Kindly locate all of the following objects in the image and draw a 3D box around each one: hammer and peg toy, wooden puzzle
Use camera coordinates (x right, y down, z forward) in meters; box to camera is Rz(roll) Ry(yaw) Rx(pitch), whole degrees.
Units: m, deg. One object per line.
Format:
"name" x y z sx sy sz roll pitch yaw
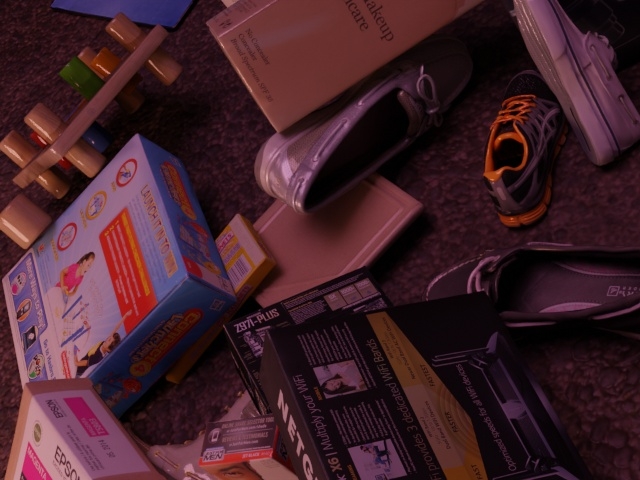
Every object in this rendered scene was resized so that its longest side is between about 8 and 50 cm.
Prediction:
"hammer and peg toy" -0.374 -0.153 1.837 0.361 0.127 0.266 -53 15 -21
"wooden puzzle" 0.000 0.000 1.582 0.221 0.044 0.239 -47 38 -3

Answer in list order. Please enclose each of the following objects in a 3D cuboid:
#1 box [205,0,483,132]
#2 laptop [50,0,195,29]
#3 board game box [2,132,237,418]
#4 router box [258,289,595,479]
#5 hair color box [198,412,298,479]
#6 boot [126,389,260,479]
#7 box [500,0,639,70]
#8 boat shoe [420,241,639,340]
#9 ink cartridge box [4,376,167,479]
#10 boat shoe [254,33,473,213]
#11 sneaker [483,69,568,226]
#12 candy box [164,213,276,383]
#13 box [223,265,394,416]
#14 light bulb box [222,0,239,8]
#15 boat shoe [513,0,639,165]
"box" 0.033 -0.280 1.527 0.311 0.148 0.121 -34 21 0
"laptop" -0.311 -0.607 2.167 0.236 0.407 0.382 -28 31 -36
"board game box" -0.274 0.065 1.655 0.302 0.086 0.308 -44 41 17
"router box" 0.103 0.198 1.193 0.243 0.081 0.309 -8 47 -19
"hair color box" -0.040 0.241 1.318 0.093 0.167 0.053 -13 51 30
"boot" -0.132 0.236 1.462 0.213 0.077 0.165 32 79 42
"box" 0.297 -0.407 1.415 0.294 0.395 0.212 -29 45 17
"boat shoe" 0.240 0.044 1.319 0.335 0.095 0.112 -1 57 37
"ink cartridge box" -0.279 0.297 1.449 0.235 0.088 0.193 39 120 48
"boat shoe" 0.071 -0.140 1.552 0.320 0.118 0.103 -33 44 -18
"sneaker" 0.233 -0.122 1.468 0.084 0.083 0.214 -14 48 30
"candy box" -0.143 0.073 1.602 0.206 0.027 0.105 -50 38 13
"box" 0.004 0.128 1.399 0.180 0.077 0.147 -23 42 -11
"light bulb box" 0.001 -0.478 1.723 0.225 0.361 0.358 5 60 38
"boat shoe" 0.289 -0.195 1.399 0.076 0.226 0.083 -31 22 -2
